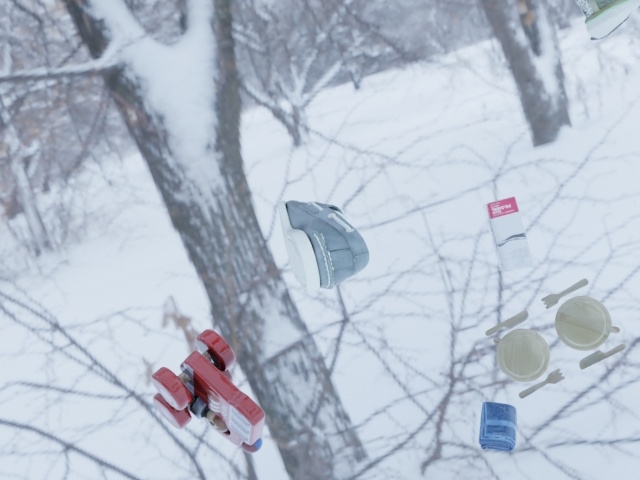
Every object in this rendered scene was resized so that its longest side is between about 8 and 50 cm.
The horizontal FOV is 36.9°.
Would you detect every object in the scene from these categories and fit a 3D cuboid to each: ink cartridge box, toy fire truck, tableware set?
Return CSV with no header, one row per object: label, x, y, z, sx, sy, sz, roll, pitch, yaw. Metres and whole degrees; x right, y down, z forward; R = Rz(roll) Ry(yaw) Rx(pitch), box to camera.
ink cartridge box,0.390,-0.012,2.001,0.063,0.150,0.109,-15,-1,4
toy fire truck,-0.228,0.362,2.121,0.169,0.254,0.302,-40,-18,-25
tableware set,0.375,0.158,1.541,0.194,0.128,0.039,-31,-13,17

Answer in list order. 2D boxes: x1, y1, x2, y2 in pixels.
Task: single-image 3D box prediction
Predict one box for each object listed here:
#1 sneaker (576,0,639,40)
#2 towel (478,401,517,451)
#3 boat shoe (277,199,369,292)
sneaker,0.626,-0.574,1.993,0.158,0.182,0.410,-45,-2,-22
towel,0.325,0.339,1.754,0.067,0.029,0.119,3,26,12
boat shoe,0.000,0.000,1.395,0.099,0.116,0.319,-15,12,-5
